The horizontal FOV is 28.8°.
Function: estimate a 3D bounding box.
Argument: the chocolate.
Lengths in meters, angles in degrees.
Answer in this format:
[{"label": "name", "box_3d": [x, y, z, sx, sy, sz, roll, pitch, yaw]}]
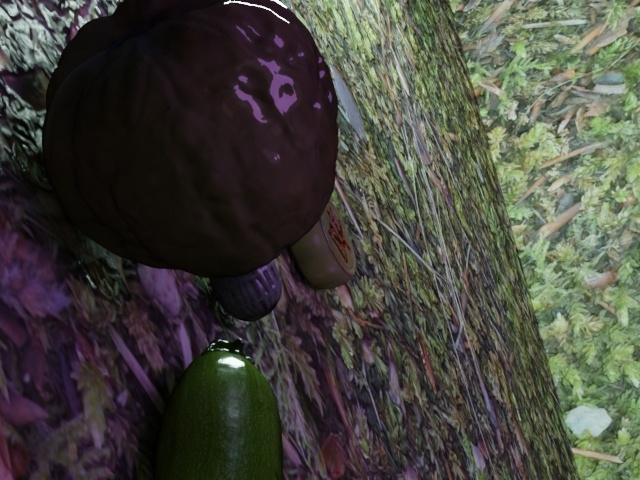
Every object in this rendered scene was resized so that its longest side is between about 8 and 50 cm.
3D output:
[{"label": "chocolate", "box_3d": [-0.091, 0.003, 1.208, 0.072, 0.072, 0.167, -69, 137, -66]}]

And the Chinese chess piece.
[{"label": "Chinese chess piece", "box_3d": [0.000, 0.000, 1.528, 0.122, 0.051, 0.122, 56, 20, -33]}]

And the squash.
[{"label": "squash", "box_3d": [-0.080, 0.204, 0.933, 0.107, 0.107, 0.395, 59, 18, -28]}]

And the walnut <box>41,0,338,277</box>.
[{"label": "walnut", "box_3d": [-0.098, -0.087, 1.020, 0.248, 0.248, 0.248, 57, 20, -34]}]
